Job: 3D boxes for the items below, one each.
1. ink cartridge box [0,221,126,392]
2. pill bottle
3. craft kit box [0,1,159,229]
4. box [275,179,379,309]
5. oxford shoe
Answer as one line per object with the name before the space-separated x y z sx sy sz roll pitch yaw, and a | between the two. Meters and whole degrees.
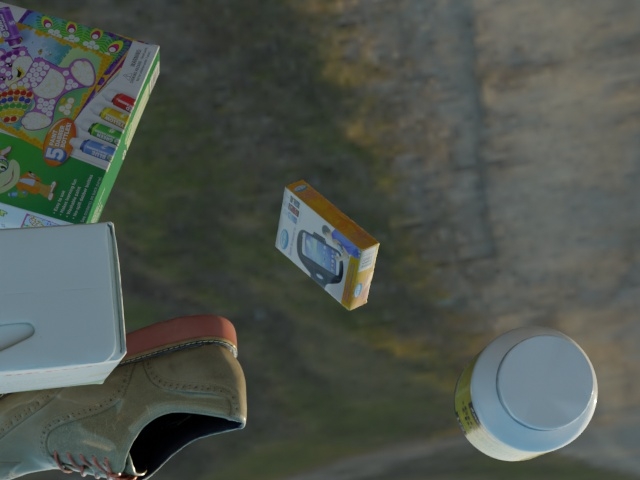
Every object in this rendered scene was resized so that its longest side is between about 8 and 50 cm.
ink cartridge box | -0.212 0.051 1.127 0.154 0.093 0.212 -5 174 -11
pill bottle | 0.170 0.126 1.434 0.103 0.103 0.184 -8 170 -4
craft kit box | -0.321 -0.131 1.818 0.247 0.249 0.061 14 147 5
box | 0.000 0.000 1.768 0.028 0.136 0.081 -25 140 -37
oxford shoe | -0.238 0.193 1.765 0.348 0.130 0.123 -25 149 12
